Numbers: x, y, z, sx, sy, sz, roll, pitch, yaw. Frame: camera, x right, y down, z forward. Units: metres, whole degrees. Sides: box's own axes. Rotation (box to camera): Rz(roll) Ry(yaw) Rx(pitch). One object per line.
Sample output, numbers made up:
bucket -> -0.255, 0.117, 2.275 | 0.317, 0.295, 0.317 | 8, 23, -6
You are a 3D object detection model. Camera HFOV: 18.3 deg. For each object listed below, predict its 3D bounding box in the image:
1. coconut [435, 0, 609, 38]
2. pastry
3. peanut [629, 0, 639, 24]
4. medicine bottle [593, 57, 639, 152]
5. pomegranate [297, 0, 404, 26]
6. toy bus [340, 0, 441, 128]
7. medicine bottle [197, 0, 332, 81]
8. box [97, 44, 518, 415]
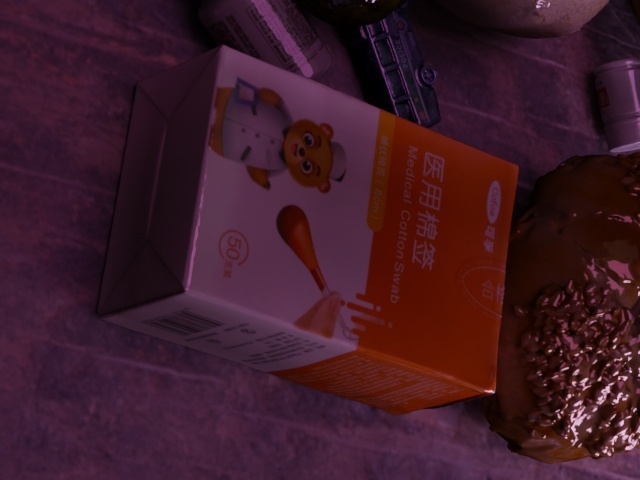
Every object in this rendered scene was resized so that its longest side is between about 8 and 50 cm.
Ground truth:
coconut -> 0.199, -0.304, 1.875 | 0.230, 0.227, 0.227 | -10, 85, -58
pastry -> 0.269, 0.065, 1.864 | 0.255, 0.162, 0.311 | 54, 52, -31
peanut -> 0.367, -0.227, 2.014 | 0.108, 0.095, 0.226 | 2, 72, -24
medicine bottle -> 0.313, -0.139, 2.025 | 0.057, 0.057, 0.089 | -7, 83, -38
pomegranate -> 0.027, -0.261, 1.739 | 0.125, 0.163, 0.138 | 37, 81, 16
toy bus -> 0.061, -0.178, 1.853 | 0.065, 0.047, 0.166 | -22, 93, -34
medicine bottle -> -0.058, -0.193, 1.746 | 0.079, 0.079, 0.140 | -45, 107, -35
box -> 0.000, 0.000, 1.709 | 0.341, 0.143, 0.225 | 20, 68, -33
